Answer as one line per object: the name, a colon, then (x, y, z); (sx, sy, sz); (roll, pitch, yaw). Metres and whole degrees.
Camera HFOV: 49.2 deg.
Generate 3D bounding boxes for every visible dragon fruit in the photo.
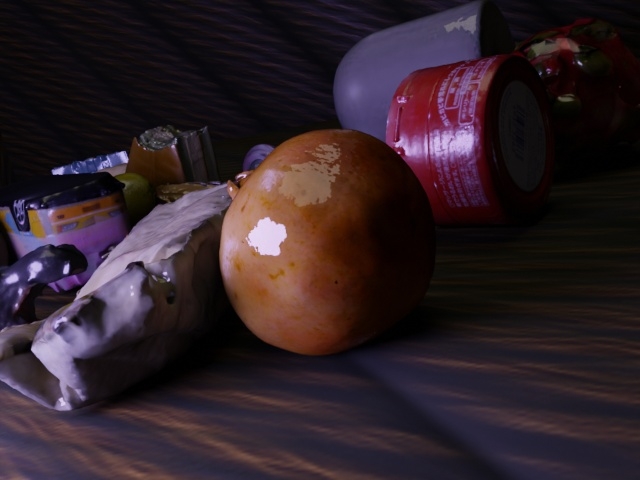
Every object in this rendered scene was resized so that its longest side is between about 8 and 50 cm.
dragon fruit: (0.414, -0.240, 1.161); (0.237, 0.231, 0.303); (-25, 0, 44)

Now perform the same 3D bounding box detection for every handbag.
handbag: (-0.636, -0.167, 1.993); (0.221, 0.144, 0.057); (-14, 16, -4)

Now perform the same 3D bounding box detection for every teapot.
teapot: (-0.078, -0.159, 1.538); (0.148, 0.116, 0.146); (-8, 4, 36)

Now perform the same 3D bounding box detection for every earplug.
earplug: (0.227, -0.343, 1.597); (0.394, 0.312, 0.312); (-8, 14, 30)

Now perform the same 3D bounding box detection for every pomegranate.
pomegranate: (0.006, 0.001, 0.643); (0.209, 0.209, 0.209); (-12, 14, 3)

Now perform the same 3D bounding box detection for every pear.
pear: (-0.386, -0.067, 1.348); (0.104, 0.141, 0.141); (25, -6, -29)

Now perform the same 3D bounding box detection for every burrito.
burrito: (-0.171, 0.057, 0.710); (0.190, 0.135, 0.332); (-18, 15, 18)

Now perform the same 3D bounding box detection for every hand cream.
hand cream: (0.204, -0.128, 0.924); (0.149, 0.230, 0.230); (-2, 17, 42)

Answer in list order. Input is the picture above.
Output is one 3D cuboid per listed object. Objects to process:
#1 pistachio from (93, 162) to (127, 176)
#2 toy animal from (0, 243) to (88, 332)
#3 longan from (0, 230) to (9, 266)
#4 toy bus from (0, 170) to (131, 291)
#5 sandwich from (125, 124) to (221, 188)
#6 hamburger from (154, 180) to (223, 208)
pistachio: (-0.521, -0.137, 1.853); (0.200, 0.117, 0.145); (-1, 55, 17)
toy animal: (-0.428, 0.087, 0.767); (0.343, 0.168, 0.106); (-2, 11, -7)
longan: (-0.573, 0.018, 1.094); (0.159, 0.204, 0.185); (12, -10, -28)
toy bus: (-0.452, -0.017, 1.190); (0.171, 0.162, 0.386); (-26, 19, -37)
sandwich: (-0.363, -0.157, 1.594); (0.227, 0.198, 0.155); (-6, 16, 26)
hamburger: (-0.263, -0.055, 1.363); (0.176, 0.087, 0.102); (1, 33, 9)
